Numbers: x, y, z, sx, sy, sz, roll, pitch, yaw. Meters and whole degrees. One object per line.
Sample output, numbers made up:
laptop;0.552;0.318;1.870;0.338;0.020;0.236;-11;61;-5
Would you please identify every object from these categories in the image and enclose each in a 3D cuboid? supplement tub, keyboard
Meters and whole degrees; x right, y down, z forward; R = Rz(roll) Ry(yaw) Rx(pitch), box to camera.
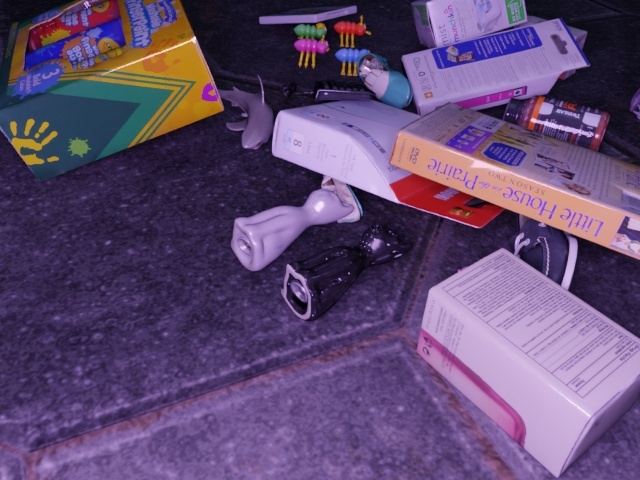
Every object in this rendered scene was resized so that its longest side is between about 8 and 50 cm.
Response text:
supplement tub;0.480;-0.237;1.223;0.198;0.106;0.106;19;42;18
keyboard;0.005;-0.326;1.273;0.202;0.033;0.317;-3;17;-1

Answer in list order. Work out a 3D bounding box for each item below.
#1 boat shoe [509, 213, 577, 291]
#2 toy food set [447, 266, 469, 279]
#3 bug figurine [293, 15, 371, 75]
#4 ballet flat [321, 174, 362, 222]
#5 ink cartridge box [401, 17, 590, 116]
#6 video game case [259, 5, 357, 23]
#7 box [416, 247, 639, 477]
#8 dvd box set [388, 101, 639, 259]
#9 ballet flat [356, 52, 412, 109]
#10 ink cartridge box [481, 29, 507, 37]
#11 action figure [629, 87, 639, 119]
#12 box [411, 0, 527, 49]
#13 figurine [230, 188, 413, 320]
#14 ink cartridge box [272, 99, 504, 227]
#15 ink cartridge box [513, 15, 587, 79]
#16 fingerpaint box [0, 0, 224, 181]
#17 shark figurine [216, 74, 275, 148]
boat shoe;0.337;0.013;0.914;0.091;0.114;0.302;15;29;13
toy food set;0.227;0.072;0.900;0.122;0.019;0.078;-26;46;-20
bug figurine;0.035;-0.530;1.579;0.216;0.072;0.279;1;40;-2
ballet flat;0.027;-0.092;1.059;0.052;0.057;0.168;-17;41;-4
ink cartridge box;0.381;-0.383;1.326;0.371;0.069;0.175;-13;54;7
video game case;-0.036;-0.648;1.703;0.212;0.023;0.193;14;32;36
box;0.256;0.139;0.733;0.149;0.126;0.232;-24;47;-29
dvd box set;0.355;-0.110;0.952;0.420;0.062;0.307;24;29;17
ballet flat;0.135;-0.374;1.380;0.087;0.083;0.247;13;29;-22
ink cartridge box;0.447;-0.446;1.486;0.154;0.093;0.212;32;49;30
action figure;0.764;-0.216;1.229;0.185;0.099;0.285;2;43;-12
box;0.375;-0.591;1.538;0.231;0.126;0.262;-16;21;7
figurine;0.000;0.000;0.912;0.209;0.092;0.215;-27;47;-31
ink cartridge box;0.157;-0.156;1.054;0.385;0.091;0.308;23;26;25
ink cartridge box;0.578;-0.513;1.558;0.198;0.115;0.067;32;48;32
fingerpaint box;-0.430;-0.363;1.201;0.371;0.163;0.444;-22;43;-3
shark figurine;-0.158;-0.304;1.262;0.166;0.116;0.278;-22;47;-29
